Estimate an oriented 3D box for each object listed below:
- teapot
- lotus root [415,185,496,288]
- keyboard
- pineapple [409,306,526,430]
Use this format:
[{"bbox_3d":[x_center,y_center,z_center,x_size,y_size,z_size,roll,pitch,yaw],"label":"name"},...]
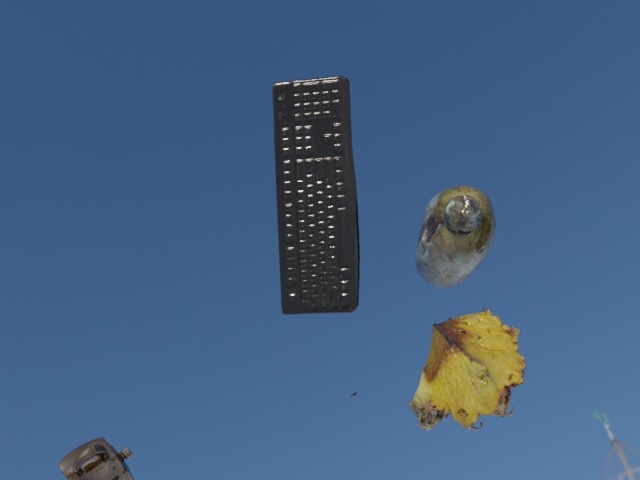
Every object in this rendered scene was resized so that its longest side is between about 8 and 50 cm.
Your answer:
[{"bbox_3d":[-0.236,0.245,0.981,0.068,0.076,0.121,-37,-26,-18],"label":"teapot"},{"bbox_3d":[0.158,-0.007,1.056,0.088,0.113,0.192,19,-17,6],"label":"lotus root"},{"bbox_3d":[-0.004,0.002,1.061,0.103,0.041,0.381,-3,-85,17],"label":"keyboard"},{"bbox_3d":[0.105,0.112,0.728,0.077,0.114,0.114,26,-66,-19],"label":"pineapple"}]
